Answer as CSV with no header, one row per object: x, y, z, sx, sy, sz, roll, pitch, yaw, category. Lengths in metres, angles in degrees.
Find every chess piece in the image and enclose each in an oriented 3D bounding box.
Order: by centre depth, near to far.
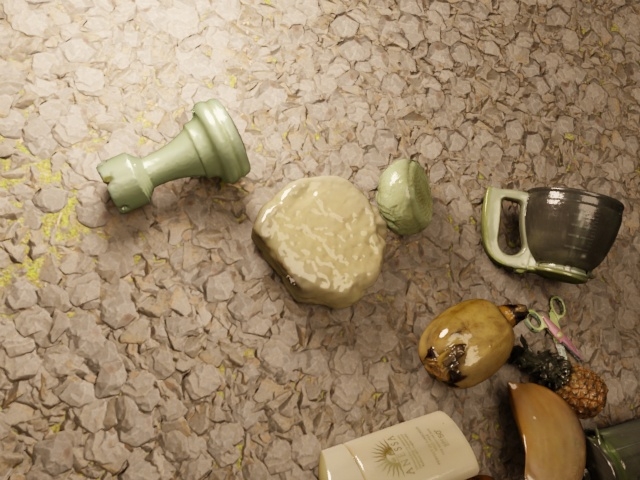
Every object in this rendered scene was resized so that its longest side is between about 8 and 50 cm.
-0.325,-0.171,1.339,0.299,0.194,0.194,-27,85,-13,chess piece

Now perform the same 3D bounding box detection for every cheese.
0.000,0.000,1.422,0.327,0.115,0.317,5,74,-14,cheese

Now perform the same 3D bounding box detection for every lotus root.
0.371,0.227,1.447,0.310,0.183,0.182,-30,86,-25,lotus root

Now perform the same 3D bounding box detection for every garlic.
0.497,0.498,1.391,0.196,0.151,0.338,24,51,-15,garlic

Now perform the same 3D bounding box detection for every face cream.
0.157,0.491,1.332,0.349,0.081,0.173,-11,40,-19,face cream

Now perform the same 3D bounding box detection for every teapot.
0.757,0.556,1.480,0.337,0.200,0.270,-8,104,-17,teapot
0.593,-0.017,1.550,0.322,0.239,0.239,15,85,-18,teapot

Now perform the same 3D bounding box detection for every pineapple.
0.582,0.336,1.507,0.248,0.128,0.128,35,69,-5,pineapple

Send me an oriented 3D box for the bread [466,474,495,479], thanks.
0.333,0.633,1.345,0.247,0.135,0.232,-26,71,-19,bread

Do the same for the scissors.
0.622,0.248,1.598,0.134,0.020,0.187,-25,82,-18,scissors

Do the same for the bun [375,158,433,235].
0.200,-0.108,1.494,0.195,0.118,0.195,28,57,-56,bun
